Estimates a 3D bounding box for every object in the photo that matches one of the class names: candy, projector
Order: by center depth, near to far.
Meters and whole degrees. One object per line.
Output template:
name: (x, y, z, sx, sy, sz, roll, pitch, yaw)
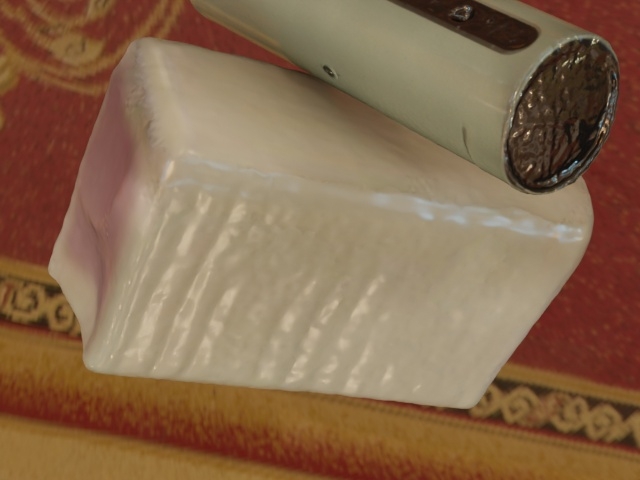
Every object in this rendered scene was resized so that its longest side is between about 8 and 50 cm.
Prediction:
projector: (0.043, -0.143, 1.046, 0.108, 0.337, 0.108, -24, 129, -32)
candy: (0.002, -0.001, 1.114, 0.359, 0.145, 0.208, 10, 121, -29)
